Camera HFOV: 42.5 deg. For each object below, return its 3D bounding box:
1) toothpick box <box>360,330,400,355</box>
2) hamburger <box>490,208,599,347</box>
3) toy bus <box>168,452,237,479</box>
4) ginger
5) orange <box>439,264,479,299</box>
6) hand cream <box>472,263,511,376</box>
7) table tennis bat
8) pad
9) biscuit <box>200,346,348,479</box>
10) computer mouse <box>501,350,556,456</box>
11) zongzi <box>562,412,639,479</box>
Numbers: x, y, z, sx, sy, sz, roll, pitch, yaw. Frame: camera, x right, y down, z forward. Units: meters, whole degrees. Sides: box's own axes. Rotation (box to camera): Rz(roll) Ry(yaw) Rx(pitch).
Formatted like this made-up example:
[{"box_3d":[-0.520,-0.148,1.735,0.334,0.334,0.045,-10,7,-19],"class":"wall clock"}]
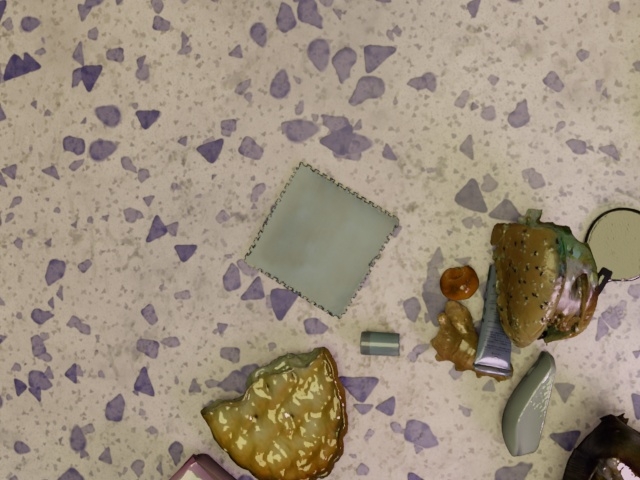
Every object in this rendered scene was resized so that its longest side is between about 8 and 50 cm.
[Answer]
[{"box_3d":[0.130,0.225,1.788,0.083,0.052,0.052,2,91,9],"class":"toothpick box"},{"box_3d":[0.450,0.078,1.638,0.167,0.192,0.288,-5,90,-20],"class":"hamburger"},{"box_3d":[-0.186,0.638,1.794,0.386,0.171,0.162,41,94,6],"class":"toy bus"},{"box_3d":[0.310,0.232,1.743,0.115,0.081,0.205,-39,81,-11],"class":"ginger"},{"box_3d":[0.297,0.095,1.748,0.086,0.086,0.062,-27,122,9],"class":"orange"},{"box_3d":[0.368,0.150,1.710,0.088,0.055,0.256,14,73,-18],"class":"hand cream"},{"box_3d":[0.608,0.043,1.714,0.150,0.027,0.236,31,95,8],"class":"table tennis bat"},{"box_3d":[0.000,0.000,1.827,0.269,0.012,0.270,33,96,8],"class":"pad"},{"box_3d":[-0.101,0.380,1.823,0.334,0.078,0.330,7,95,10],"class":"biscuit"},{"box_3d":[0.427,0.335,1.702,0.079,0.128,0.231,15,93,3],"class":"computer mouse"},{"box_3d":[0.629,0.606,1.662,0.403,0.208,0.432,27,114,-2],"class":"zongzi"}]
